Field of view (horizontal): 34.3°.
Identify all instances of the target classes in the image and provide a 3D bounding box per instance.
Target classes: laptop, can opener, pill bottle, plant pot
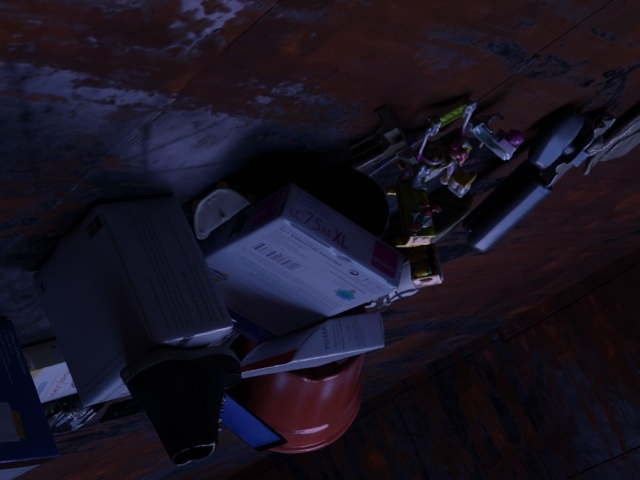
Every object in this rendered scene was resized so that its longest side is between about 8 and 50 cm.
[{"bbox_3d":[-0.221,0.318,1.746,0.264,0.137,0.234,-13,169,-19],"label":"laptop"},{"bbox_3d":[0.317,-0.102,1.647,0.095,0.076,0.283,27,122,-29],"label":"can opener"},{"bbox_3d":[0.000,0.000,1.436,0.122,0.123,0.219,-16,162,-29],"label":"pill bottle"},{"bbox_3d":[-0.036,0.201,1.830,0.272,0.272,0.265,-19,155,-20],"label":"plant pot"}]

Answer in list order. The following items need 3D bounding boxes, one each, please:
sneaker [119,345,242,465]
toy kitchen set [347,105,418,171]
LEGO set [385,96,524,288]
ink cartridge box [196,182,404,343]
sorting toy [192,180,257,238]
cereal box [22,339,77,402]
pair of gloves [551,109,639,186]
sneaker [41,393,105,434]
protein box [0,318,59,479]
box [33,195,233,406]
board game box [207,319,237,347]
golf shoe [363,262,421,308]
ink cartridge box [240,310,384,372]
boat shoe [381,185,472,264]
[{"bbox_3d":[-0.139,0.189,1.174,0.083,0.118,0.222,-32,165,17],"label":"sneaker"},{"bbox_3d":[0.073,-0.111,1.287,0.075,0.068,0.083,-27,164,9],"label":"toy kitchen set"},{"bbox_3d":[0.157,-0.083,1.328,0.287,0.132,0.107,-56,171,-33],"label":"LEGO set"},{"bbox_3d":[-0.060,0.040,1.352,0.185,0.065,0.311,32,144,-24],"label":"ink cartridge box"},{"bbox_3d":[-0.114,-0.043,1.286,0.083,0.045,0.075,-34,171,21],"label":"sorting toy"},{"bbox_3d":[-0.391,0.197,1.616,0.240,0.047,0.173,-13,158,-35],"label":"cereal box"},{"bbox_3d":[0.462,-0.165,1.752,0.240,0.042,0.204,-19,160,-27],"label":"pair of gloves"},{"bbox_3d":[-0.458,0.278,1.712,0.227,0.087,0.130,-13,167,-21],"label":"sneaker"},{"bbox_3d":[-0.458,0.206,1.269,0.136,0.200,0.201,-29,164,13],"label":"protein box"},{"bbox_3d":[-0.224,0.070,1.217,0.119,0.182,0.181,-9,158,-45],"label":"box"},{"bbox_3d":[-0.219,0.155,1.604,0.193,0.053,0.305,-39,171,-5],"label":"board game box"},{"bbox_3d":[0.128,0.086,1.997,0.094,0.077,0.198,-12,158,-38],"label":"golf shoe"},{"bbox_3d":[-0.056,0.151,1.421,0.232,0.066,0.189,-1,167,-32],"label":"ink cartridge box"},{"bbox_3d":[0.161,-0.011,1.724,0.223,0.080,0.073,-36,160,14],"label":"boat shoe"}]
